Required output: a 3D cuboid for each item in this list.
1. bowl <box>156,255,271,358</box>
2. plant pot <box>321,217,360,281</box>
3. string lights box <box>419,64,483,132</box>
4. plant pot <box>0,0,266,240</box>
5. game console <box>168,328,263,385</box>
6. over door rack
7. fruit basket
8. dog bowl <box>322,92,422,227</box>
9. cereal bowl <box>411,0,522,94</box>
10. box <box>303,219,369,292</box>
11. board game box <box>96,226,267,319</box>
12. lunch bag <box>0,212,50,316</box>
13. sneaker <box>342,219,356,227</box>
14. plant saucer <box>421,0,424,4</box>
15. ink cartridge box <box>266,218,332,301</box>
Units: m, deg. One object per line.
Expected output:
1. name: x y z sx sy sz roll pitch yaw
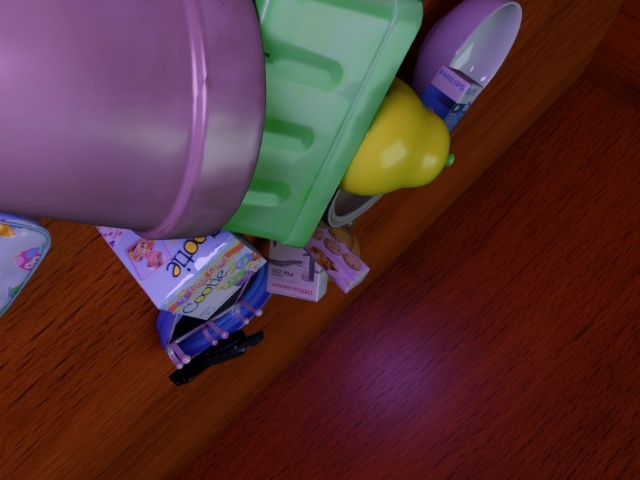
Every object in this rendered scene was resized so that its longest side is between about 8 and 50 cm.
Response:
1. bowl: -0.296 0.182 1.252 0.391 0.077 0.391 -38 158 -18
2. plant pot: 0.000 0.000 1.336 0.205 0.205 0.188 -44 145 -5
3. string lights box: 0.244 -0.256 0.971 0.133 0.077 0.259 -24 153 -55
4. plant pot: -0.256 -0.146 0.409 0.281 0.323 0.323 -9 140 -43
5. game console: -0.262 0.296 1.157 0.213 0.043 0.361 -33 -179 -44
6. over door rack: -0.260 0.182 1.059 0.240 0.108 0.324 -31 155 -35
7. fruit basket: 0.003 -0.180 0.597 0.392 0.283 0.391 -27 147 -19
8. dog bowl: 0.110 -0.231 1.109 0.408 0.150 0.408 -43 165 -15
9. cereal bowl: 0.364 -0.494 1.146 0.339 0.141 0.338 -39 158 -19
10. box: -0.016 -0.011 1.068 0.067 0.324 0.063 -31 158 -32
11. board game box: -0.241 -0.027 0.676 0.144 0.275 0.142 -44 159 -3
12. lunch bag: -0.495 0.016 0.509 0.224 0.108 0.279 -54 160 8
13. sneaker: 0.090 -0.086 1.337 0.065 0.192 0.086 -10 131 9
14. plant saucer: 0.106 -0.409 0.854 0.278 0.041 0.278 -45 180 0
15. ink cartridge box: -0.059 0.046 1.197 0.092 0.159 0.217 -36 133 -67
